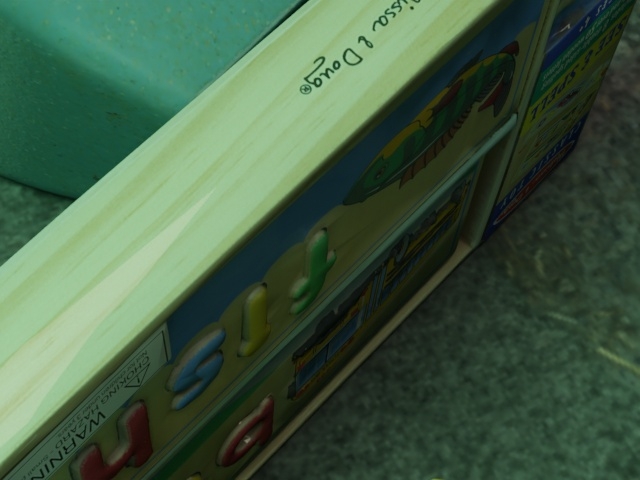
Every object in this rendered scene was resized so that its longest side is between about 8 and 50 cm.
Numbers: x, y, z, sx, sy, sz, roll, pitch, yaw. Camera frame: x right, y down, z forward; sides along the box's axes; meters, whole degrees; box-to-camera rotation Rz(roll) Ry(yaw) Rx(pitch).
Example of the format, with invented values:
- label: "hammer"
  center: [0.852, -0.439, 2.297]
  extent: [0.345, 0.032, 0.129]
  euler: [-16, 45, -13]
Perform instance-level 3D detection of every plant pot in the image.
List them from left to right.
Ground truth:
- label: "plant pot"
  center: [-0.123, -0.164, 0.697]
  extent: [0.252, 0.247, 0.248]
  euler: [42, 66, 2]

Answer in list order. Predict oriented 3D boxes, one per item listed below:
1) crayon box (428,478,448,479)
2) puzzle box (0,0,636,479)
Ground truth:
- label: "crayon box"
  center: [0.135, 0.221, 0.566]
  extent: [0.319, 0.081, 0.202]
  euler: [8, 60, 4]
- label: "puzzle box"
  center: [0.000, 0.000, 0.583]
  extent: [0.052, 0.272, 0.409]
  euler: [40, 67, 16]
